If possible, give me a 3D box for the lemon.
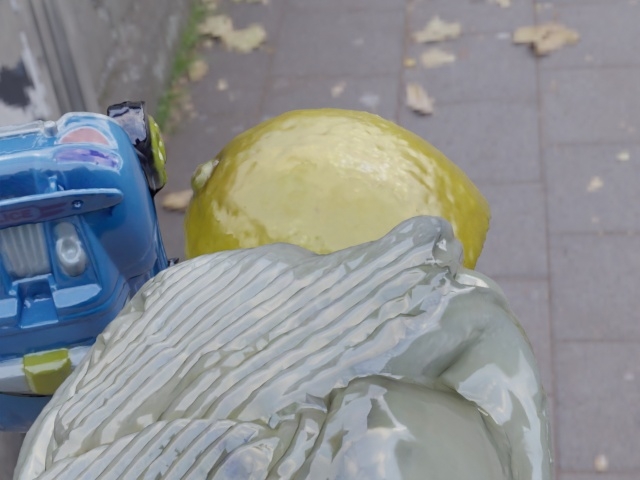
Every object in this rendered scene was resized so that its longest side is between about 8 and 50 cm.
[{"bbox_3d":[0.000,0.000,1.696,0.364,0.364,0.364,-6,38,4],"label":"lemon"}]

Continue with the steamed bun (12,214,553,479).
[{"bbox_3d":[-0.024,0.158,0.753,0.324,0.219,0.309,-16,30,40],"label":"steamed bun"}]

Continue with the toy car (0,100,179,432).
[{"bbox_3d":[-0.190,0.044,1.019,0.198,0.314,0.166,-9,45,-4],"label":"toy car"}]
